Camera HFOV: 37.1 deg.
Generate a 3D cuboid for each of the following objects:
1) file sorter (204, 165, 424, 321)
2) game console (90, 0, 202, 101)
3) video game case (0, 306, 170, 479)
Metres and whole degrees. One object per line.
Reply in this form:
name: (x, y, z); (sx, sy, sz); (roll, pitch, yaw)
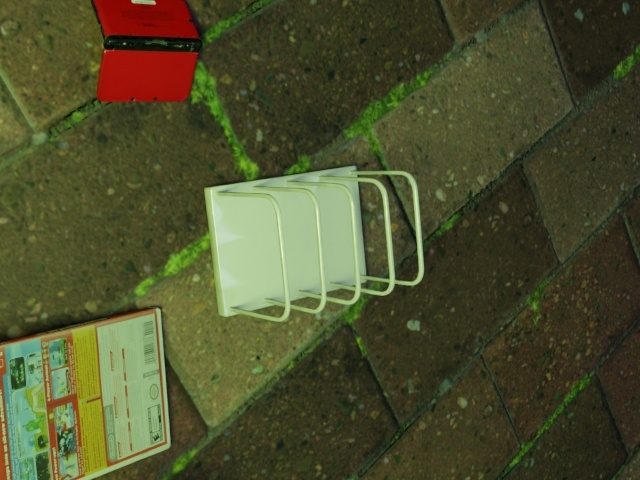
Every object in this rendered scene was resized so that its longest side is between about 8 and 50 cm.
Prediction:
file sorter: (0.000, 0.000, 1.415); (0.278, 0.173, 0.192); (-12, 101, -38)
game console: (-0.245, -0.264, 1.306); (0.144, 0.085, 0.124); (-7, 66, -38)
video game case: (-0.311, 0.210, 1.235); (0.285, 0.025, 0.204); (-11, 100, -52)
